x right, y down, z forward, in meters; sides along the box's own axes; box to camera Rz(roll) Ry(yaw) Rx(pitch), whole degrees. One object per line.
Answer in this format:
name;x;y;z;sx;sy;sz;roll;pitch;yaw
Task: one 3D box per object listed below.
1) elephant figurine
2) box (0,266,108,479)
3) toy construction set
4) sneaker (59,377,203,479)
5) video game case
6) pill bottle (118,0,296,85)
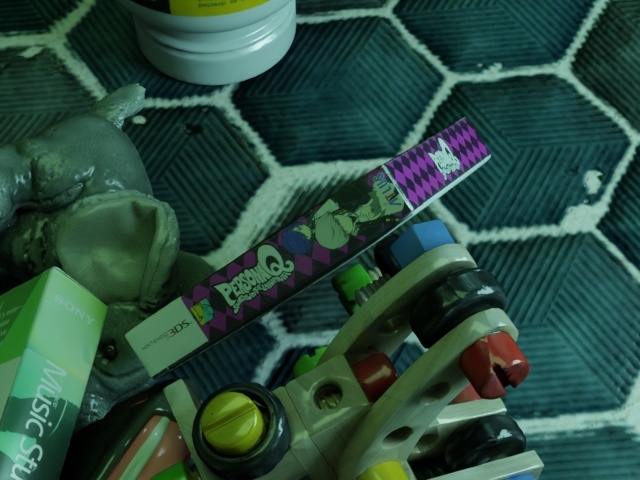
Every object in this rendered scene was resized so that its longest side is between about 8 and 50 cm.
elephant figurine;-0.150;0.035;1.158;0.239;0.186;0.169;43;30;19
box;-0.259;0.189;0.996;0.232;0.058;0.322;-24;41;36
toy construction set;0.036;0.165;1.007;0.237;0.257;0.308;-29;81;-8
sneaker;-0.139;0.234;1.011;0.136;0.116;0.314;40;57;-20
video game case;0.000;0.000;1.082;0.210;0.232;0.042;-33;90;22
pill bottle;-0.096;-0.290;1.284;0.188;0.334;0.188;-1;50;1
